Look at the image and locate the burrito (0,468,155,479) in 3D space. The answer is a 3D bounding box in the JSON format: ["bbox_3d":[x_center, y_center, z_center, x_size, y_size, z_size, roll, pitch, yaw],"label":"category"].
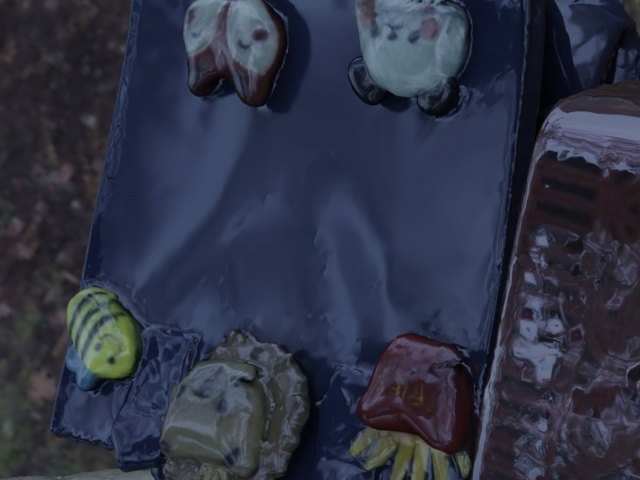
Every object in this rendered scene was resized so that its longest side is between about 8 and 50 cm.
[{"bbox_3d":[-0.236,0.242,1.423,0.347,0.175,0.107,-9,66,-14],"label":"burrito"}]

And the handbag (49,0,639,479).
[{"bbox_3d":[0.000,0.000,0.998,0.303,0.122,0.329,8,83,42],"label":"handbag"}]

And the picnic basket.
[{"bbox_3d":[0.157,0.057,0.757,0.129,0.222,0.297,17,106,30],"label":"picnic basket"}]
